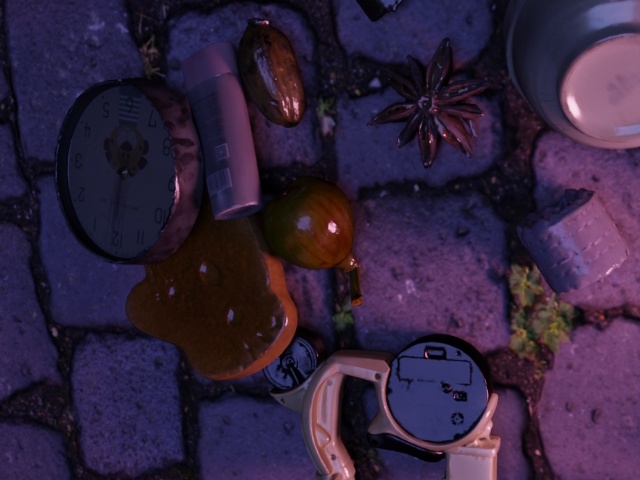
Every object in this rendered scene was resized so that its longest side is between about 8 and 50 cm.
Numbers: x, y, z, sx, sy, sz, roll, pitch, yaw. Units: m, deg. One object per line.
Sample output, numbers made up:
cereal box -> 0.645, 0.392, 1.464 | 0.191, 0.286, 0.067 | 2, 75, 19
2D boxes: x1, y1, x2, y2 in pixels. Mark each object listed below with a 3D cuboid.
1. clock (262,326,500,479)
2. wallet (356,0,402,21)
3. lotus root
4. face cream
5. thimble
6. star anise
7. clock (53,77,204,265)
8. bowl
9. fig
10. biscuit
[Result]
clock -> 0.092, 0.277, 1.642 | 0.378, 0.120, 0.277 | -1, 94, 18
wallet -> 0.041, -0.525, 1.536 | 0.197, 0.051, 0.377 | -38, 89, 22
lotus root -> -0.078, -0.260, 1.610 | 0.080, 0.089, 0.179 | -6, 104, 57
face cream -> -0.153, -0.172, 1.621 | 0.107, 0.073, 0.269 | -20, 77, 35
thimble -> 0.360, -0.003, 1.474 | 0.127, 0.151, 0.118 | -32, 93, 12
star anise -> 0.165, -0.211, 1.550 | 0.182, 0.065, 0.195 | 22, 111, 18
clock -> -0.318, -0.112, 1.676 | 0.312, 0.061, 0.313 | 4, 96, 38
bowl -> 0.394, -0.242, 1.343 | 0.307, 0.163, 0.307 | 5, 134, 5
fig -> 0.005, -0.014, 1.613 | 0.186, 0.148, 0.142 | 31, 96, -29
biscuit -> -0.193, 0.072, 1.695 | 0.287, 0.057, 0.344 | -33, 74, 20
